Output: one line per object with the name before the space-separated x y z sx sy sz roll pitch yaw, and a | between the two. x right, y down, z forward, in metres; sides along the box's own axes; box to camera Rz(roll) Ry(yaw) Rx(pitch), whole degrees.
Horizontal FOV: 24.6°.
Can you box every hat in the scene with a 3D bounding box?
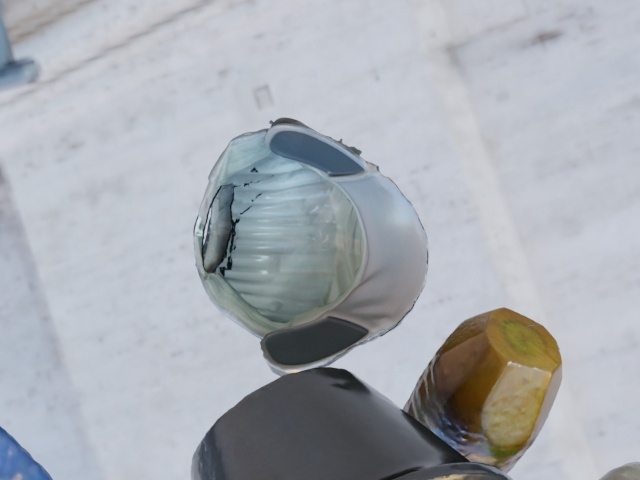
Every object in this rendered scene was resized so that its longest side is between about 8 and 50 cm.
hat | 0.003 0.001 1.363 0.161 0.232 0.275 -6 -174 -36

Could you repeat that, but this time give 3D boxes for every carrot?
carrot | 0.108 0.186 1.291 0.114 0.114 0.302 -15 144 -43

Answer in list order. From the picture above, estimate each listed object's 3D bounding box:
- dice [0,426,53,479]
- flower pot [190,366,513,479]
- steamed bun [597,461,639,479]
dice | -0.216 0.128 0.694 0.146 0.143 0.146 21 -120 39
flower pot | 0.002 0.208 1.122 0.269 0.166 0.269 -22 142 -18
steamed bun | 0.303 0.369 1.245 0.309 0.324 0.219 17 134 2
